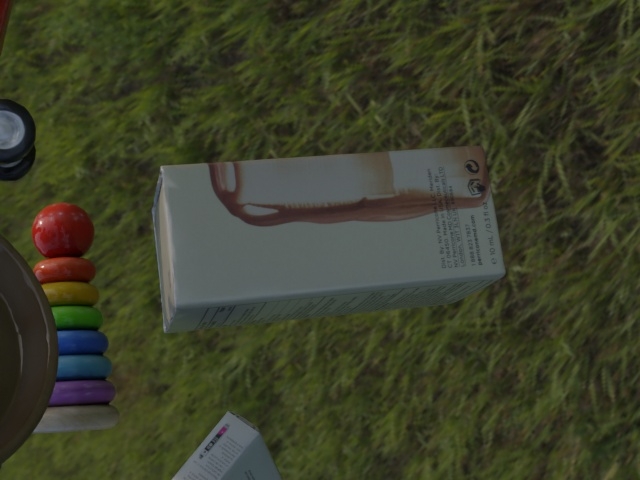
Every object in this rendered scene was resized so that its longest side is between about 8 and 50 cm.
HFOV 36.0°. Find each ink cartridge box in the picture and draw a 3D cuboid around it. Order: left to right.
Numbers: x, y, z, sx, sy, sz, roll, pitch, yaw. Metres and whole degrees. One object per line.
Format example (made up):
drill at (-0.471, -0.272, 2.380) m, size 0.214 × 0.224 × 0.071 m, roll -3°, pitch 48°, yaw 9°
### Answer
ink cartridge box at (-0.175, 0.441, 1.376) m, size 0.071 × 0.330 × 0.324 m, roll 30°, pitch 155°, yaw 27°

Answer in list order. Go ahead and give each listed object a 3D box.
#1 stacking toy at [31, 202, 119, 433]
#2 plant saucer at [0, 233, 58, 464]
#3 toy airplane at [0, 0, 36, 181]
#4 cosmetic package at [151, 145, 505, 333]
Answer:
stacking toy at (-0.362, 0.107, 1.415) m, size 0.141 × 0.141 × 0.330 m, roll -16°, pitch 74°, yaw 53°
plant saucer at (-0.342, 0.075, 0.759) m, size 0.278 × 0.278 × 0.041 m, roll 47°, pitch 130°, yaw 2°
toy airplane at (-0.383, -0.263, 0.942) m, size 0.273 × 0.384 × 0.386 m, roll 11°, pitch 128°, yaw -15°
cosmetic package at (0.000, 0.000, 0.912) m, size 0.153 × 0.296 × 0.129 m, roll 137°, pitch 127°, yaw -71°
